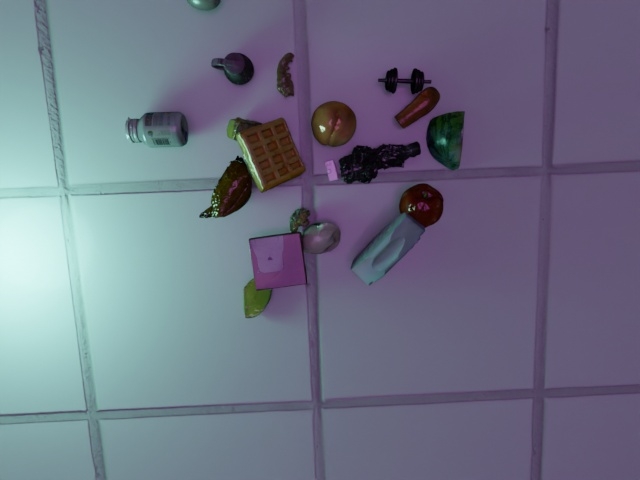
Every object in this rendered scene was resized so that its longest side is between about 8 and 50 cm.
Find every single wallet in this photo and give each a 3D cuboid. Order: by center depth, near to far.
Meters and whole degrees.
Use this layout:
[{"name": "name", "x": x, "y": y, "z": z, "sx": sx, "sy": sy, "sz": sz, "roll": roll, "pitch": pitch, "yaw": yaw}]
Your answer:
[{"name": "wallet", "x": 0.047, "y": -0.289, "z": 1.902, "sx": 0.044, "sy": 0.011, "sz": 0.083, "roll": -16, "pitch": 100, "yaw": 2}]

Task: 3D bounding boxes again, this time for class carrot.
[{"name": "carrot", "x": 0.389, "y": -0.525, "z": 1.837, "sx": 0.193, "sy": 0.087, "sz": 0.087, "roll": -44, "pitch": 97, "yaw": 6}]

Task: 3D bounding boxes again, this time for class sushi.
[{"name": "sushi", "x": -0.359, "y": -0.192, "z": 1.847, "sx": 0.140, "sy": 0.149, "sz": 0.287, "roll": 34, "pitch": 97, "yaw": 29}]

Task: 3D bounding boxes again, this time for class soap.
[{"name": "soap", "x": 0.264, "y": 0.030, "z": 1.831, "sx": 0.109, "sy": 0.193, "sz": 0.324, "roll": 41, "pitch": 111, "yaw": -7}]

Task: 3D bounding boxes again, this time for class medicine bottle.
[{"name": "medicine bottle", "x": -0.639, "y": -0.432, "z": 1.802, "sx": 0.216, "sy": 0.135, "sz": 0.135, "roll": -2, "pitch": 99, "yaw": -1}]

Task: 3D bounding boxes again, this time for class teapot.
[{"name": "teapot", "x": -0.332, "y": -0.674, "z": 1.764, "sx": 0.148, "sy": 0.146, "sz": 0.116, "roll": 37, "pitch": 97, "yaw": -6}]

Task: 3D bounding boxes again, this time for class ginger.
[{"name": "ginger", "x": -0.139, "y": -0.654, "z": 1.821, "sx": 0.070, "sy": 0.051, "sz": 0.173, "roll": -1, "pitch": 101, "yaw": -5}]

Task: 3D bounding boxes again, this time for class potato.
[{"name": "potato", "x": -0.270, "y": 0.235, "z": 1.957, "sx": 0.120, "sy": 0.054, "sz": 0.197, "roll": 13, "pitch": 100, "yaw": -4}]

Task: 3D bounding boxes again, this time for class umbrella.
[{"name": "umbrella", "x": 0.244, "y": -0.311, "z": 1.849, "sx": 0.337, "sy": 0.128, "sz": 0.154, "roll": -5, "pitch": 97, "yaw": -3}]

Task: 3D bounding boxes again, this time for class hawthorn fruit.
[{"name": "hawthorn fruit", "x": 0.407, "y": -0.148, "z": 1.836, "sx": 0.179, "sy": 0.200, "sz": 0.179, "roll": 1, "pitch": 62, "yaw": -3}]

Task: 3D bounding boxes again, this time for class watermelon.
[{"name": "watermelon", "x": 0.497, "y": -0.400, "z": 1.856, "sx": 0.146, "sy": 0.128, "sz": 0.231, "roll": 7, "pitch": 101, "yaw": 16}]

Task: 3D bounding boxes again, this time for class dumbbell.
[{"name": "dumbbell", "x": 0.330, "y": -0.626, "z": 1.810, "sx": 0.209, "sy": 0.099, "sz": 0.099, "roll": 1, "pitch": 99, "yaw": -1}]

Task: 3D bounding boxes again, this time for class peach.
[{"name": "peach", "x": 0.051, "y": -0.455, "z": 1.795, "sx": 0.184, "sy": 0.184, "sz": 0.184, "roll": 0, "pitch": 99, "yaw": -1}]

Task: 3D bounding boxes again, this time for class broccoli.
[{"name": "broccoli", "x": -0.085, "y": -0.078, "z": 1.903, "sx": 0.092, "sy": 0.095, "sz": 0.097, "roll": 26, "pitch": 61, "yaw": -24}]

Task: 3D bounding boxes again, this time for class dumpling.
[{"name": "dumpling", "x": 0.001, "y": -0.001, "z": 1.912, "sx": 0.150, "sy": 0.092, "sz": 0.176, "roll": 37, "pitch": 94, "yaw": -17}]

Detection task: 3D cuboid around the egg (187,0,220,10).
[{"name": "egg", "x": -0.444, "y": -0.926, "z": 1.744, "sx": 0.135, "sy": 0.103, "sz": 0.103, "roll": 3, "pitch": 99, "yaw": -1}]

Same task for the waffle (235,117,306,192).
[{"name": "waffle", "x": -0.191, "y": -0.338, "z": 1.807, "sx": 0.221, "sy": 0.055, "sz": 0.247, "roll": -31, "pitch": 104, "yaw": -34}]

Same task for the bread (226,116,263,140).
[{"name": "bread", "x": -0.306, "y": -0.434, "z": 1.833, "sx": 0.110, "sy": 0.156, "sz": 0.103, "roll": 26, "pitch": 105, "yaw": 37}]

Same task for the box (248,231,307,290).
[{"name": "box", "x": -0.168, "y": 0.082, "z": 1.869, "sx": 0.215, "sy": 0.086, "sz": 0.215, "roll": -8, "pitch": 94, "yaw": 1}]
